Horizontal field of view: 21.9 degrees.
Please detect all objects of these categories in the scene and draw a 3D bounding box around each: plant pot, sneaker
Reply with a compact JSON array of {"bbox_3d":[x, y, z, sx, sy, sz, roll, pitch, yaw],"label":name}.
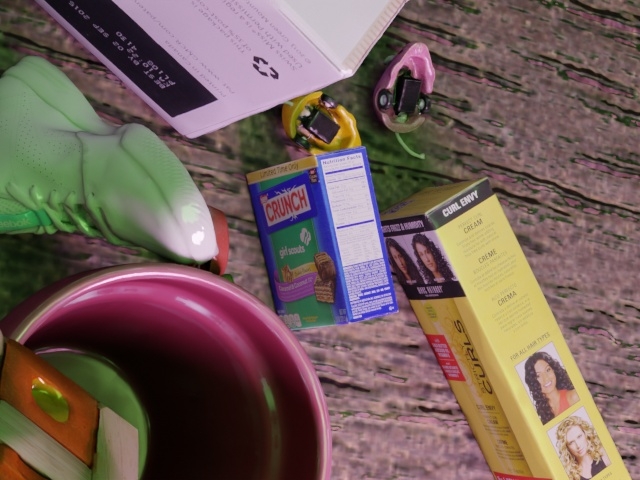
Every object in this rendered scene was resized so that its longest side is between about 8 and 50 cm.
[{"bbox_3d":[-0.123,0.116,0.928,0.201,0.180,0.201,3,84,-28],"label":"plant pot"},{"bbox_3d":[-0.142,-0.027,0.933,0.094,0.212,0.080,-36,133,-22],"label":"sneaker"}]

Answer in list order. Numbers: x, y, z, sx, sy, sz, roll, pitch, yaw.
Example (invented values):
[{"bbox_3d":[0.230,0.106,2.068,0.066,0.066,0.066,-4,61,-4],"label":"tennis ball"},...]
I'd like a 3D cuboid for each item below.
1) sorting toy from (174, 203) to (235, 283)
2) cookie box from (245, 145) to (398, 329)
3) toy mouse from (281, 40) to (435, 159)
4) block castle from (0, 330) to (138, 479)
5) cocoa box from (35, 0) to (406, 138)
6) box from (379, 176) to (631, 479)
[{"bbox_3d":[-0.078,0.027,1.028,0.042,0.061,0.102,0,58,-14],"label":"sorting toy"},{"bbox_3d":[0.000,0.000,1.053,0.040,0.092,0.107,-12,90,-31],"label":"cookie box"},{"bbox_3d":[0.030,-0.118,1.098,0.161,0.031,0.143,29,90,-38],"label":"toy mouse"},{"bbox_3d":[-0.166,0.249,0.726,0.303,0.213,0.453,-41,114,14],"label":"block castle"},{"bbox_3d":[-0.093,-0.267,0.948,0.347,0.231,0.228,43,67,-18],"label":"cocoa box"},{"bbox_3d":[0.120,0.074,1.114,0.058,0.087,0.232,-31,101,-24],"label":"box"}]
